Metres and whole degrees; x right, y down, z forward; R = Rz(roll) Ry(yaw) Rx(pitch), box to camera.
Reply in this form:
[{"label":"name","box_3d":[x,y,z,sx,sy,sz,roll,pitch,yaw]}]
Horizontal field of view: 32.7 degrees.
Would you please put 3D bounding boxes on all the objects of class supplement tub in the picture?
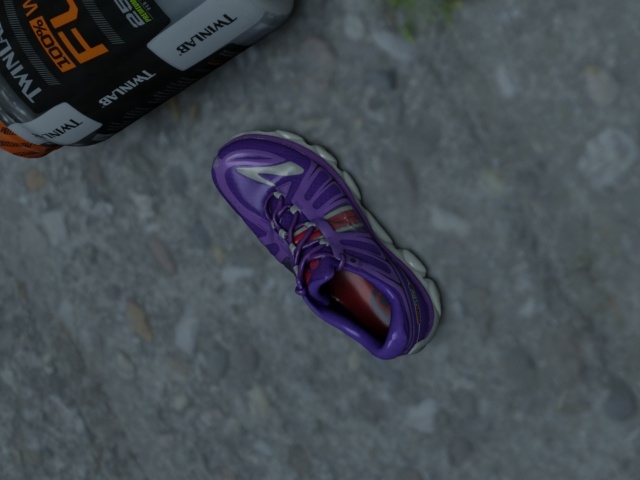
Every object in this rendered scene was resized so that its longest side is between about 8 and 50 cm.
[{"label":"supplement tub","box_3d":[-0.120,-0.130,0.631,0.190,0.117,0.117,-29,88,24]}]

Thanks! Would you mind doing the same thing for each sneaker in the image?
[{"label":"sneaker","box_3d":[0.000,0.000,0.630,0.170,0.071,0.068,43,112,11]}]
